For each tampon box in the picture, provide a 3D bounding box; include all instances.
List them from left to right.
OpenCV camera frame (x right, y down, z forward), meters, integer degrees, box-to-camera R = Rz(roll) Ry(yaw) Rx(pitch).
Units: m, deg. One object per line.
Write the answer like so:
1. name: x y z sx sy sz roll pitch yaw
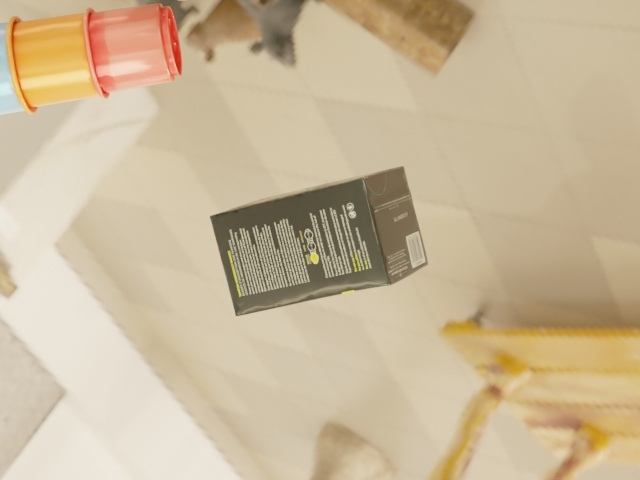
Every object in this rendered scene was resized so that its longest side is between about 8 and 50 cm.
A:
1. tampon box: 0.000 0.000 1.326 0.161 0.120 0.101 -13 94 24

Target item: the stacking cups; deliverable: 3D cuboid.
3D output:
1. stacking cups: -0.272 -0.141 1.138 0.316 0.096 0.096 -10 147 0
